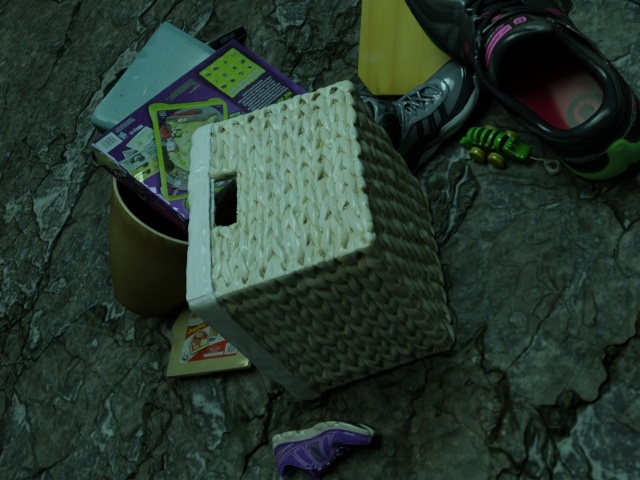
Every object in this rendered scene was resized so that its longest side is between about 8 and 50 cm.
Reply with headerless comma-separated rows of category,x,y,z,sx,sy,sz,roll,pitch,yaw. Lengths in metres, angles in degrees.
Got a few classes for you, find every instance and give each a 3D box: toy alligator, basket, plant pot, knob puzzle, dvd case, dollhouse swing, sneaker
toy alligator,0.288,-0.147,1.292,0.190,0.051,0.056,24,75,43
basket,0.000,0.000,1.196,0.266,0.331,0.328,-21,50,19
plant pot,-0.227,-0.219,1.590,0.252,0.247,0.248,28,77,28
knob puzzle,-0.172,0.142,1.425,0.213,0.030,0.213,-19,50,24
dvd case,-0.274,-0.404,1.808,0.179,0.029,0.238,-22,16,21
dollhouse swing,0.259,-0.441,1.523,0.347,0.305,0.315,7,22,39
sneaker,0.144,-0.212,1.346,0.268,0.153,0.101,-50,49,10
sneaker,0.289,-0.297,1.208,0.185,0.202,0.483,-47,63,12
plant pot,-0.272,0.008,1.441,0.254,0.237,0.237,-59,33,38
sneaker,0.008,0.298,1.175,0.170,0.068,0.071,-23,63,32

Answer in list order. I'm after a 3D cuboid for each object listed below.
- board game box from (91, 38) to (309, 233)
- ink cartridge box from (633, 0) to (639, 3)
board game box,-0.182,-0.185,1.383,0.208,0.056,0.347,35,57,15
ink cartridge box,0.481,-0.516,1.269,0.151,0.270,0.395,-42,45,0
